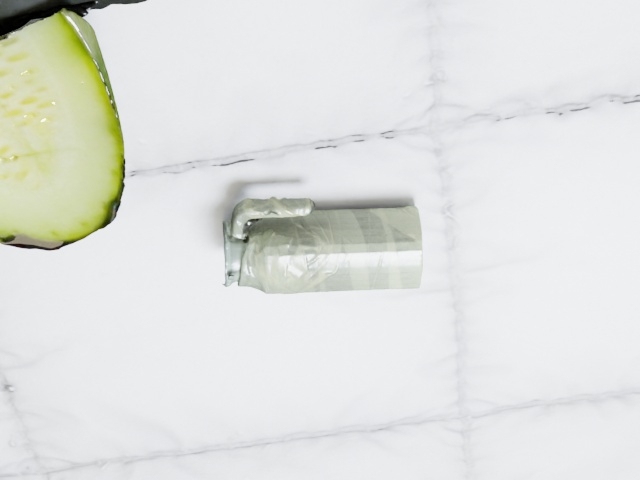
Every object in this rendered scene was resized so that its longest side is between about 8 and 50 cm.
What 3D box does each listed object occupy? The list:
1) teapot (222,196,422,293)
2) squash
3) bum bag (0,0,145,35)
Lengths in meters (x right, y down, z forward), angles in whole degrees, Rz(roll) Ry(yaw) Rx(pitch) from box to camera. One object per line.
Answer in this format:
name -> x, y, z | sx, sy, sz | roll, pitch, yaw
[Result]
teapot -> 0.000, 0.000, 1.653 | 0.200, 0.077, 0.107 | -3, 135, -4
squash -> -0.259, -0.080, 1.461 | 0.237, 0.155, 0.204 | -18, 173, 20
bum bag -> -0.229, -0.231, 1.367 | 0.326, 0.080, 0.142 | -13, 148, -2
